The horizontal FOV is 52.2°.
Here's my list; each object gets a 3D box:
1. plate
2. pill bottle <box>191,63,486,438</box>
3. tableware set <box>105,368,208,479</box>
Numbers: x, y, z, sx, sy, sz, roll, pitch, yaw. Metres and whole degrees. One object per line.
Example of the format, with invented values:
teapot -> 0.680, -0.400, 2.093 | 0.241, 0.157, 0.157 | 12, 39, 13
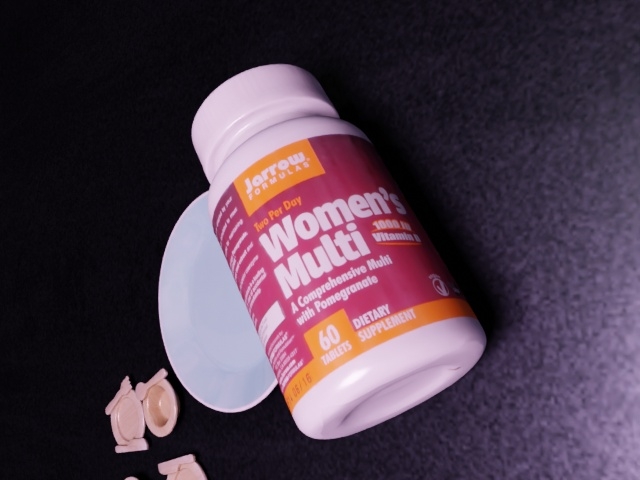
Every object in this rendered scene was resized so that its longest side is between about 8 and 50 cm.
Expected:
plate -> -0.076, 0.048, 0.552 | 0.188, 0.024, 0.188 | -3, 86, 43
pill bottle -> 0.000, 0.000, 0.417 | 0.121, 0.121, 0.221 | -45, 59, 32
tableware set -> -0.162, 0.206, 0.625 | 0.141, 0.020, 0.169 | -34, 65, 37
